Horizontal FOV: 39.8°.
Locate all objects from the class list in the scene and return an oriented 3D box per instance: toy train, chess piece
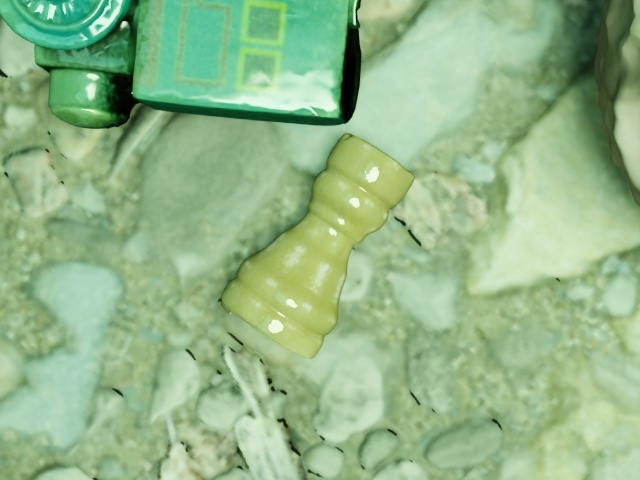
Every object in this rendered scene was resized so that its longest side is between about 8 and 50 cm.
[{"bbox_3d":[-0.065,-0.204,0.474,0.194,0.120,0.298,5,94,-3],"label":"toy train"},{"bbox_3d":[0.000,0.000,0.505,0.066,0.066,0.122,31,90,2],"label":"chess piece"}]

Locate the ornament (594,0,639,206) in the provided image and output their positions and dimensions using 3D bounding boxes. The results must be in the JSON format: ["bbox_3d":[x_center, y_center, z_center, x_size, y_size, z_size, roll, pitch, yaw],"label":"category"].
[{"bbox_3d":[0.258,-0.081,0.391,0.260,0.225,0.259,-6,74,20],"label":"ornament"}]
